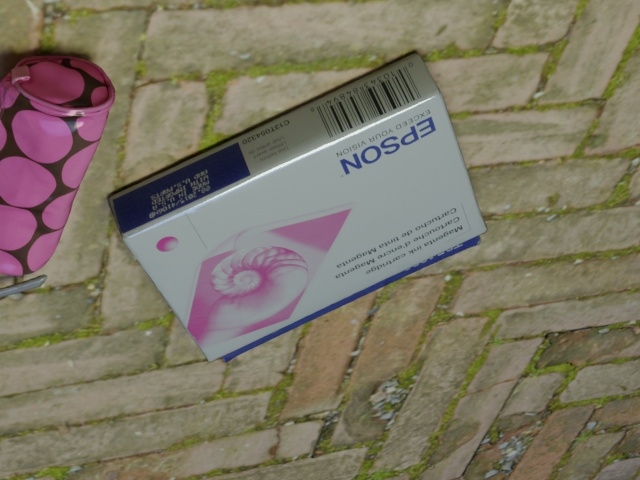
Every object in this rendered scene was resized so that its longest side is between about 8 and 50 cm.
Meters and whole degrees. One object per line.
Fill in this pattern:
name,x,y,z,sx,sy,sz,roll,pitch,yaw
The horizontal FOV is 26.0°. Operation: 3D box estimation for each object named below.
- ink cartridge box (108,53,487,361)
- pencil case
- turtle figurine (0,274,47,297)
ink cartridge box,0.000,0.000,1.394,0.324,0.071,0.330,-26,141,2
pencil case,-0.248,-0.063,1.173,0.098,0.095,0.209,18,127,-15
turtle figurine,-0.416,0.119,1.213,0.266,0.198,0.274,-36,137,22
